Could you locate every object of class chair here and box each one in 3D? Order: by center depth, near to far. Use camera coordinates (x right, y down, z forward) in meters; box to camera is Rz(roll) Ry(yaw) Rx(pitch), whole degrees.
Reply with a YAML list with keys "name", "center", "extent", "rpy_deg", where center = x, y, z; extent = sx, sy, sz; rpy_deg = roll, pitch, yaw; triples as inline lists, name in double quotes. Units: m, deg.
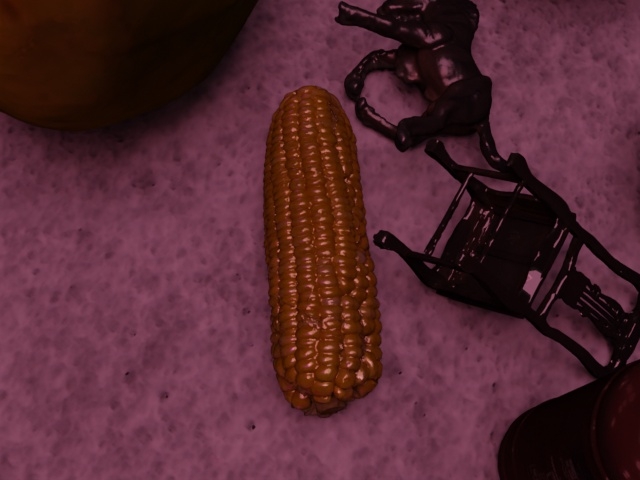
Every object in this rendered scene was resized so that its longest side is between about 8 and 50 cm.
- name: "chair"
  center: [0.172, 0.023, 0.692]
  extent: [0.229, 0.113, 0.106]
  rpy_deg: [38, 78, -34]

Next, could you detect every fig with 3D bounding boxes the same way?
- name: "fig"
  center: [-0.185, -0.264, 0.662]
  extent: [0.343, 0.343, 0.343]
  rpy_deg: [1, 71, -3]

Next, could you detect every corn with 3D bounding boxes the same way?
- name: "corn"
  center: [0.000, 0.000, 0.689]
  extent: [0.101, 0.101, 0.292]
  rpy_deg: [-1, 68, -4]

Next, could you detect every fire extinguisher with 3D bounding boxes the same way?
- name: "fire extinguisher"
  center: [0.221, 0.140, 0.517]
  extent: [0.138, 0.344, 0.102]
  rpy_deg: [26, 71, 5]

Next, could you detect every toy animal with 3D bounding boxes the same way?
- name: "toy animal"
  center: [0.102, -0.160, 0.755]
  extent: [0.148, 0.084, 0.233]
  rpy_deg: [-19, 69, -11]
